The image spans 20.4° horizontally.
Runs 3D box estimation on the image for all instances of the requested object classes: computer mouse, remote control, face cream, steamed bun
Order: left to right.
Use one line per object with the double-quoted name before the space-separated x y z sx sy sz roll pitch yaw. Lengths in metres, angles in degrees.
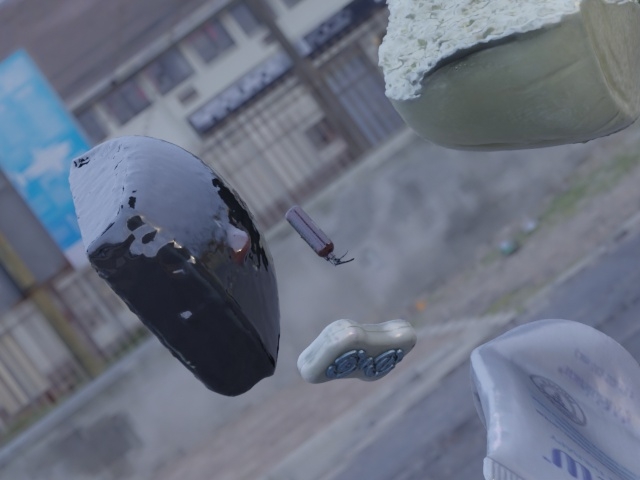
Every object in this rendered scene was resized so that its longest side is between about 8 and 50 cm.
"computer mouse" -0.098 0.000 1.305 0.100 0.170 0.269 -43 21 4
"remote control" 0.035 0.104 1.647 0.122 0.032 0.074 1 -43 -50
"steamed bun" 0.198 -0.203 1.892 0.290 0.273 0.272 -10 28 35
"face cream" 0.204 0.175 1.384 0.137 0.235 0.420 -50 8 12

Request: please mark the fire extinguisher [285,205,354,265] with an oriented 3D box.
"fire extinguisher" -0.005 0.004 2.199 0.032 0.100 0.046 -28 -24 -35
